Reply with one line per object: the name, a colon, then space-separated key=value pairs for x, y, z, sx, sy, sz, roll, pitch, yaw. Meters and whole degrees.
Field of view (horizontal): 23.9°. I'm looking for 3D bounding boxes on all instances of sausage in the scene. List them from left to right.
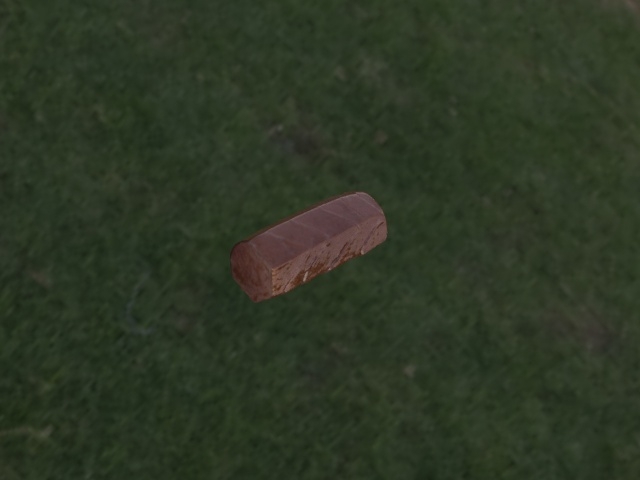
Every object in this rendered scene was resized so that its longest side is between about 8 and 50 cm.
sausage: x=0.000 y=-0.001 z=1.353 sx=0.169 sy=0.065 sz=0.065 roll=-26 pitch=74 yaw=-38
